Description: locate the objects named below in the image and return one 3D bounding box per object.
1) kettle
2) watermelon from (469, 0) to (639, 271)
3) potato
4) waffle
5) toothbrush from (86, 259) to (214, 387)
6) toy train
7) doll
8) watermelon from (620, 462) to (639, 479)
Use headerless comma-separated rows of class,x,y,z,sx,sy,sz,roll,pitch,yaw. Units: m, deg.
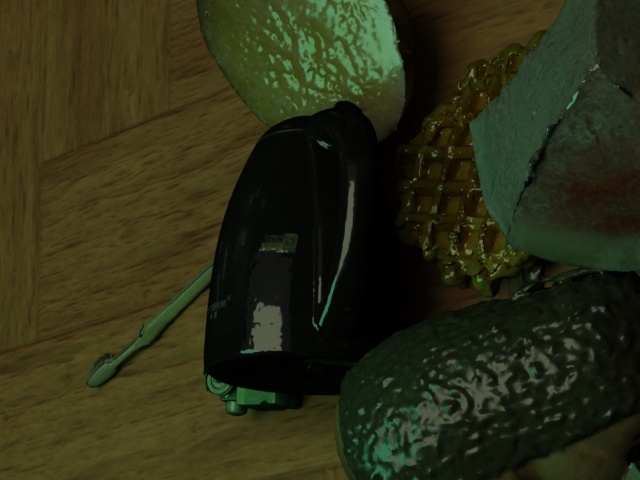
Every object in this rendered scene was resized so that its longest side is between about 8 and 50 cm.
kettle,0.000,0.000,1.934,0.268,0.207,0.290,148,129,-65
watermelon,0.287,-0.124,1.642,0.387,0.258,0.228,-1,35,29
potato,0.005,-0.238,2.054,0.299,0.116,0.239,45,132,9
waffle,0.186,-0.078,1.893,0.291,0.051,0.291,-22,55,36
toothbrush,-0.189,0.091,2.231,0.294,0.026,0.028,-39,38,28
toy train,-0.072,0.109,2.085,0.104,0.071,0.178,-6,74,34
doll,0.184,0.163,1.726,0.349,0.247,0.247,-31,57,24
watermelon,0.303,0.322,1.639,0.094,0.154,0.241,-94,27,-64
